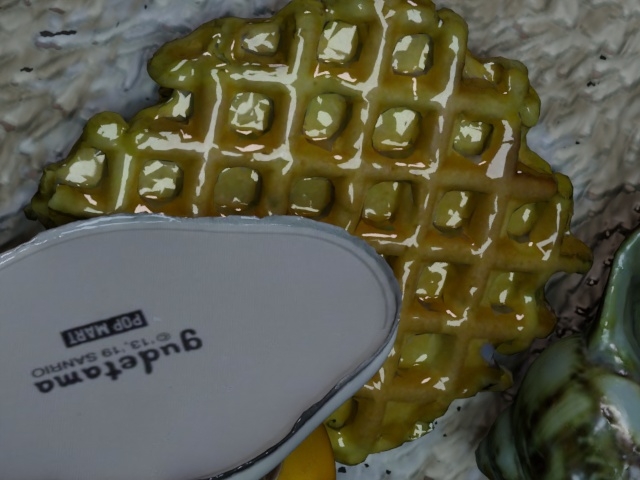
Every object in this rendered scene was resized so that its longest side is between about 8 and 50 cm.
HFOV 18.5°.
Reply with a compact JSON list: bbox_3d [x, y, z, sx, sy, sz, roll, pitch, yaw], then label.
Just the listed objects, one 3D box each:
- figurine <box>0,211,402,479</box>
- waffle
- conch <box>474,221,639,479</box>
[{"bbox_3d":[-0.086,0.093,0.862,0.250,0.167,0.141,-8,133,-8],"label":"figurine"},{"bbox_3d":[0.001,0.001,0.941,0.254,0.052,0.245,-34,114,-2],"label":"waffle"},{"bbox_3d":[0.171,0.075,0.966,0.181,0.124,0.187,-11,88,-12],"label":"conch"}]
